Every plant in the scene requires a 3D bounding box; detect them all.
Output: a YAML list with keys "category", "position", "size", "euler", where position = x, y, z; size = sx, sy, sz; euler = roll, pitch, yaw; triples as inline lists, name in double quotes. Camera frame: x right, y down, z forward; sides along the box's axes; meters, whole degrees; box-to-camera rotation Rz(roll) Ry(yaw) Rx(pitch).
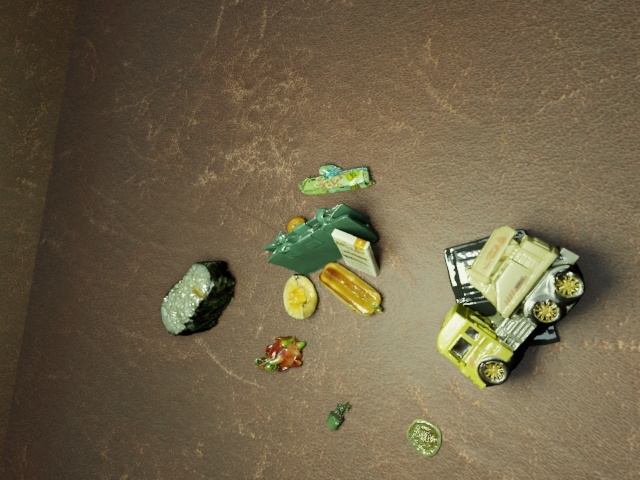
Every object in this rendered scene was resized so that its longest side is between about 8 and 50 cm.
- category: "plant"
  position: [0.059, 0.574, 1.334]
  size: [0.051, 0.051, 0.102]
  euler: [34, 96, 28]

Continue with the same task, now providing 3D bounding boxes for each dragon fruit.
- category: "dragon fruit"
  position: [-0.143, 0.420, 1.442]
  size: [0.138, 0.175, 0.142]
  euler: [38, 133, 37]

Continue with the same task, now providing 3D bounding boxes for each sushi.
- category: "sushi"
  position: [-0.481, 0.232, 1.609]
  size: [0.211, 0.171, 0.350]
  euler: [44, 104, 28]

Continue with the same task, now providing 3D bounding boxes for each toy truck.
- category: "toy truck"
  position: [0.469, 0.167, 1.045]
  size: [0.254, 0.181, 0.404]
  euler: [36, 106, 18]

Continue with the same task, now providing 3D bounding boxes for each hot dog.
- category: "hot dog"
  position: [0.103, 0.169, 1.352]
  size: [0.250, 0.076, 0.104]
  euler: [34, 81, 24]

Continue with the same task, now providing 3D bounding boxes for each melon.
- category: "melon"
  position: [-0.074, 0.205, 1.447]
  size: [0.128, 0.079, 0.160]
  euler: [-27, 71, 43]

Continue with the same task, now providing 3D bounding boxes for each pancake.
- category: "pancake"
  position: [0.310, 0.592, 1.212]
  size: [0.108, 0.017, 0.107]
  euler: [-5, 79, 25]

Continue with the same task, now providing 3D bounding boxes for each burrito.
- category: "burrito"
  position: [0.052, -0.222, 1.437]
  size: [0.289, 0.054, 0.104]
  euler: [-5, 81, 28]

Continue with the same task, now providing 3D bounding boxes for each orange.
- category: "orange"
  position: [-0.083, -0.046, 1.481]
  size: [0.084, 0.070, 0.083]
  euler: [-6, 77, 26]

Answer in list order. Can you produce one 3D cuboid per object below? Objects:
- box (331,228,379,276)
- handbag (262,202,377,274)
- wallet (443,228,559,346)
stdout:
- category: "box"
  position: [0.116, 0.044, 1.273]
  size: [0.122, 0.220, 0.032]
  euler: [23, 72, 25]
- category: "handbag"
  position: [0.000, 0.000, 1.334]
  size: [0.327, 0.239, 0.089]
  euler: [-27, 61, 24]
- category: "wallet"
  position: [0.499, 0.149, 1.149]
  size: [0.247, 0.041, 0.322]
  euler: [-17, 79, 27]
